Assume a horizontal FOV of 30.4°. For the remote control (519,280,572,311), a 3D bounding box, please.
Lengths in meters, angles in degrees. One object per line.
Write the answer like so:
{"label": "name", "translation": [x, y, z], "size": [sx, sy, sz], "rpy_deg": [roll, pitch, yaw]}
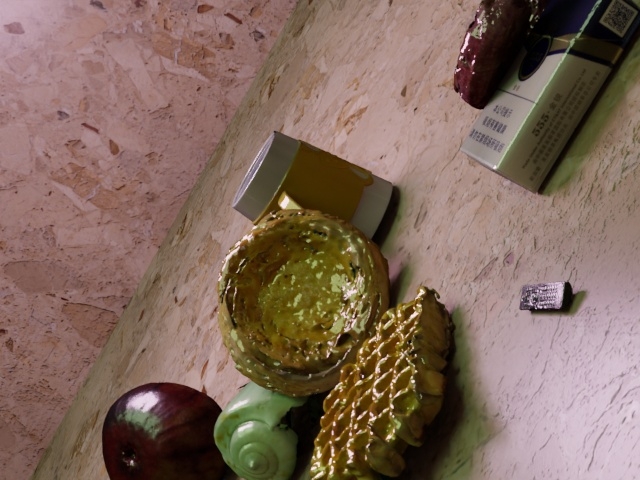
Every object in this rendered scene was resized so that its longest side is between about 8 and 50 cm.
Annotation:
{"label": "remote control", "translation": [0.245, 0.062, 1.281], "size": [0.091, 0.016, 0.034], "rpy_deg": [168, 113, -70]}

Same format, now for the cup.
{"label": "cup", "translation": [-0.013, -0.056, 1.891], "size": [0.185, 0.226, 0.241], "rpy_deg": [-58, 9, 11]}

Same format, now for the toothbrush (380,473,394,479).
{"label": "toothbrush", "translation": [0.068, 0.292, 1.414], "size": [0.042, 0.040, 0.418], "rpy_deg": [-41, 13, 2]}

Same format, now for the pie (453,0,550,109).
{"label": "pie", "translation": [0.251, -0.271, 1.573], "size": [0.218, 0.054, 0.204], "rpy_deg": [-26, -36, -54]}

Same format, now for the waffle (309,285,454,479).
{"label": "waffle", "translation": [0.082, 0.187, 1.435], "size": [0.310, 0.065, 0.283], "rpy_deg": [-60, 14, -19]}

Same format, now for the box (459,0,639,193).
{"label": "box", "translation": [0.287, -0.197, 1.484], "size": [0.259, 0.071, 0.168], "rpy_deg": [-61, 15, 7]}

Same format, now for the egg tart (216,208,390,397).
{"label": "egg tart", "translation": [-0.027, 0.092, 1.742], "size": [0.291, 0.290, 0.107], "rpy_deg": [-65, -22, -13]}

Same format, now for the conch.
{"label": "conch", "translation": [-0.060, 0.253, 1.760], "size": [0.251, 0.137, 0.144], "rpy_deg": [-51, -23, -44]}

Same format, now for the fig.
{"label": "fig", "translation": [-0.258, 0.347, 2.004], "size": [0.214, 0.235, 0.235], "rpy_deg": [-27, -5, -34]}
